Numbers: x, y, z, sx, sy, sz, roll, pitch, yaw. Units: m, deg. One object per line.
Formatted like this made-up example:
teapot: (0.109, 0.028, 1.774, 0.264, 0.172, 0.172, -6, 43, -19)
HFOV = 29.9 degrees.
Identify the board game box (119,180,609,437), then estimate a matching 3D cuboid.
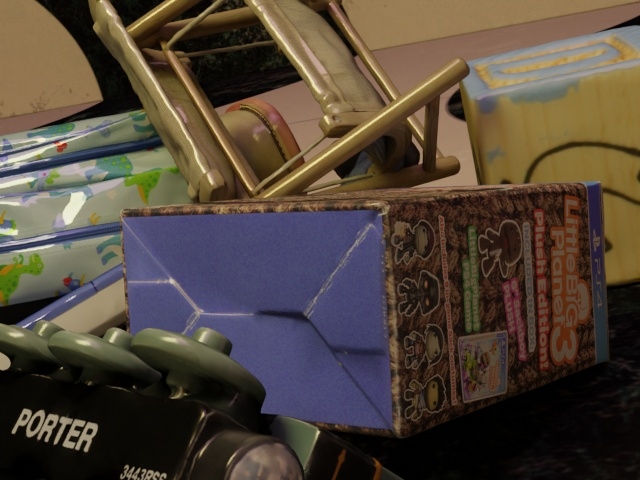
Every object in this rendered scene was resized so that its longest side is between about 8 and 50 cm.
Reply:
board game box: (0.041, 0.036, 0.871, 0.232, 0.141, 0.291, 0, 4, 37)

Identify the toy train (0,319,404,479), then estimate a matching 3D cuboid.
toy train: (-0.102, 0.142, 0.707, 0.334, 0.190, 0.142, -2, 57, 49)

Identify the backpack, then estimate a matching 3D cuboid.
backpack: (-0.253, 0.000, 1.195, 0.355, 0.274, 0.290, 2, -11, 4)

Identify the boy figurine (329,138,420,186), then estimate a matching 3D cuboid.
boy figurine: (0.000, 0.000, 1.177, 0.177, 0.092, 0.285, -41, 11, 47)

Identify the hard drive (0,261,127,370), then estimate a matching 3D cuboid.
hard drive: (-0.282, 0.122, 0.915, 0.318, 0.040, 0.210, -32, 1, -14)

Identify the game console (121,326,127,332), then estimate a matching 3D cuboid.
game console: (-0.205, 0.121, 1.042, 0.071, 0.107, 0.122, 10, 1, -35)

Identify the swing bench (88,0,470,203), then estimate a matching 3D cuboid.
swing bench: (-0.040, -0.142, 1.085, 0.254, 0.165, 0.253, -26, 62, -11)

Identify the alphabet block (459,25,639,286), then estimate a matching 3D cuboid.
alphabet block: (0.239, -0.076, 1.119, 0.192, 0.197, 0.193, -12, 16, 8)

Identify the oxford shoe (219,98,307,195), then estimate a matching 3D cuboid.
oxford shoe: (-0.136, -0.058, 1.388, 0.146, 0.141, 0.397, -28, 3, -25)
